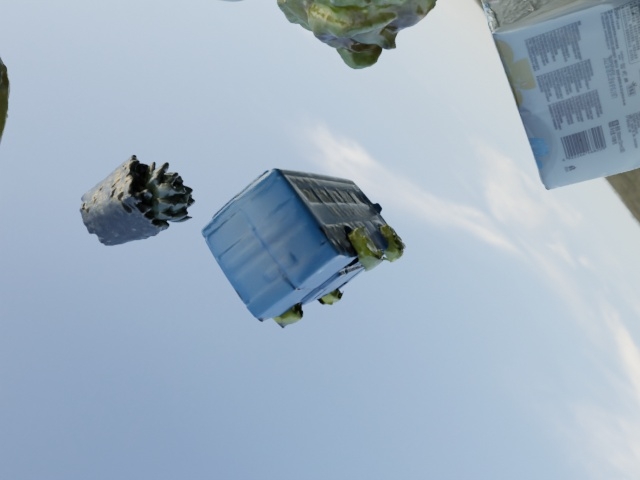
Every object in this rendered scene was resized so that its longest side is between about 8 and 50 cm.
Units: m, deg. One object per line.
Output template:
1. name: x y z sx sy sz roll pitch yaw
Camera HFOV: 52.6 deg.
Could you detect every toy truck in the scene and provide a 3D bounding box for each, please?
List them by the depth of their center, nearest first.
1. toy truck: 0.000 0.000 0.897 0.162 0.161 0.385 55 -164 9

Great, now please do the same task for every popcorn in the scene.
1. popcorn: 0.070 -0.477 1.136 0.274 0.279 0.335 40 -176 -13

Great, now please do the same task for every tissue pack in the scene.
1. tissue pack: 0.289 -0.196 0.713 0.229 0.159 0.145 53 -149 -39

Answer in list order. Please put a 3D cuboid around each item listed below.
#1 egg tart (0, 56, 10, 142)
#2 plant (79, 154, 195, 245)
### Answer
1. egg tart: -0.500 -0.130 0.657 0.345 0.345 0.132 61 -178 22
2. plant: -0.334 -0.075 1.196 0.129 0.194 0.132 58 -166 -52
